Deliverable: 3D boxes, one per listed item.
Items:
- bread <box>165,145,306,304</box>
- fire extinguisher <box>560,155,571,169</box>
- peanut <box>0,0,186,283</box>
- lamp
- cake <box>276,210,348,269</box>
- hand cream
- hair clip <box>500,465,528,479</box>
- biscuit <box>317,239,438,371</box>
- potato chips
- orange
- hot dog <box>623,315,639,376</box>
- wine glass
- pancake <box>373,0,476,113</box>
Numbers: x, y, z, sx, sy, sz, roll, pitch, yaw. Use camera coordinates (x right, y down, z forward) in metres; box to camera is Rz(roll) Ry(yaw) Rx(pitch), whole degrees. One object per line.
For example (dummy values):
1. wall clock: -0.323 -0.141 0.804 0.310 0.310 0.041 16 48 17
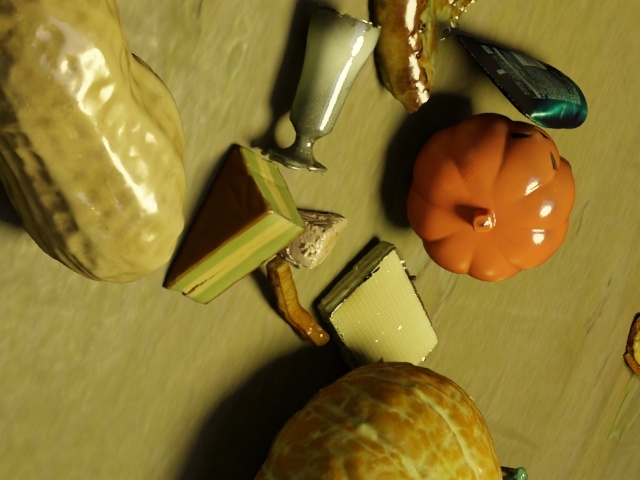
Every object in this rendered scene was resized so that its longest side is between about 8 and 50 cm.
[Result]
1. bread: -0.095 -0.012 1.182 0.139 0.084 0.074 -38 148 20
2. fire extinguisher: 0.254 -0.073 1.521 0.158 0.043 0.064 -17 166 -42
3. peanut: -0.189 -0.101 0.914 0.152 0.152 0.313 -43 135 -23
4. lamp: 0.186 -0.045 1.335 0.164 0.188 0.187 -55 157 -65
5. cake: 0.000 0.000 1.266 0.121 0.065 0.052 6 111 -58
6. hand cream: 0.234 -0.172 1.352 0.061 0.120 0.270 -43 163 19
7. hair clip: 0.156 0.450 1.715 0.095 0.110 0.358 41 82 -11
8. biscuit: 0.070 0.098 1.418 0.121 0.040 0.199 -44 139 -16
9. potato chips: -0.029 0.064 1.268 0.026 0.037 0.204 -60 156 -19
10. orange: 0.062 0.291 1.330 0.329 0.249 0.329 -49 164 -19
11. hot dog: 0.597 0.203 2.044 0.261 0.093 0.123 28 90 -53
12. wine glass: 0.000 -0.143 1.162 0.072 0.072 0.155 9 104 -51
13. pancake: 0.145 -0.312 1.240 0.197 0.054 0.376 -3 115 -49
